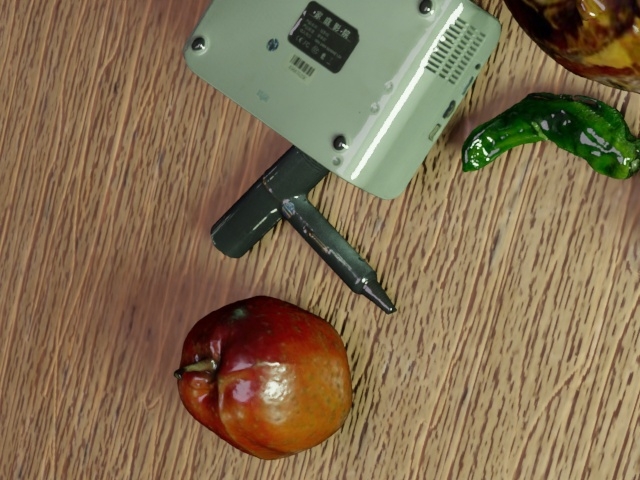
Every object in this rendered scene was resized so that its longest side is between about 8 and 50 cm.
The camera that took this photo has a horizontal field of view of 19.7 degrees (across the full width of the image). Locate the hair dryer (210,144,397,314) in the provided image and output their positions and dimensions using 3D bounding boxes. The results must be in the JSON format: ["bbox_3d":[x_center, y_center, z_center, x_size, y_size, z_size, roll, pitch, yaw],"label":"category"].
[{"bbox_3d":[-0.006,0.013,1.798,0.173,0.050,0.194,-43,69,34],"label":"hair dryer"}]

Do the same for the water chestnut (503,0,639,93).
[{"bbox_3d":[0.243,-0.271,1.398,0.335,0.347,0.335,11,106,46],"label":"water chestnut"}]

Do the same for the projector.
[{"bbox_3d":[0.016,-0.185,1.701,0.250,0.108,0.198,38,99,32],"label":"projector"}]

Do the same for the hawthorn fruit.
[{"bbox_3d":[-0.067,0.129,1.755,0.157,0.194,0.157,-10,74,41],"label":"hawthorn fruit"}]

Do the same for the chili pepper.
[{"bbox_3d":[0.202,-0.093,1.617,0.182,0.050,0.073,6,102,41],"label":"chili pepper"}]
